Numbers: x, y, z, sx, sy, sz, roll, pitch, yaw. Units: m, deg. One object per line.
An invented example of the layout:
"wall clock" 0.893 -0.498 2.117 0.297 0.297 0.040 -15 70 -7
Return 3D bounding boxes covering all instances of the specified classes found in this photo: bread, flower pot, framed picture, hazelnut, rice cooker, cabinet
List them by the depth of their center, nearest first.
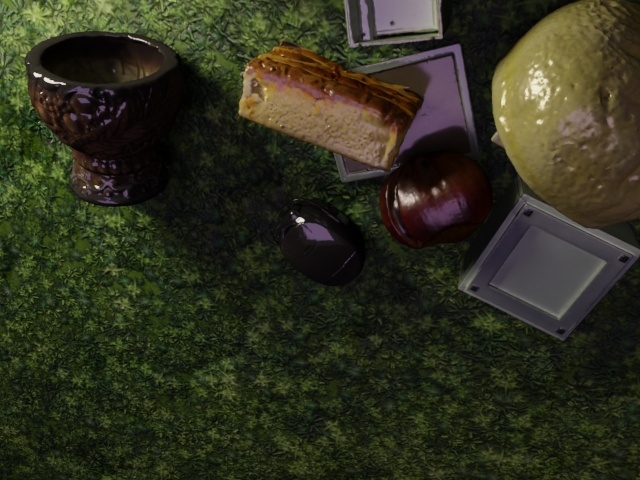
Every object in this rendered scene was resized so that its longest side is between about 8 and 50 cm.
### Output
"bread" 0.405 -0.186 0.830 0.320 0.320 0.237 41 135 -7
"cabinet" 0.116 -0.385 0.861 0.150 0.206 0.144 1 117 16
"bread" 0.023 -0.233 0.965 0.275 0.184 0.114 23 125 5
"hazelnut" 0.208 -0.074 1.020 0.178 0.178 0.204 50 150 -12
"framed picture" 0.139 -0.225 1.049 0.275 0.017 0.217 -6 115 19
"flower pot" -0.392 -0.222 1.083 0.267 0.266 0.267 16 131 8
"rice cooker" -0.001 -0.001 1.149 0.203 0.118 0.142 42 121 -8

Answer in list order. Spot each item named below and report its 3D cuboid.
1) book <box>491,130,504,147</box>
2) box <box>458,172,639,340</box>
"book" 0.370 -0.180 1.007 0.111 0.014 0.077 31 119 -2
"box" 0.408 0.034 1.048 0.225 0.117 0.225 26 121 2
